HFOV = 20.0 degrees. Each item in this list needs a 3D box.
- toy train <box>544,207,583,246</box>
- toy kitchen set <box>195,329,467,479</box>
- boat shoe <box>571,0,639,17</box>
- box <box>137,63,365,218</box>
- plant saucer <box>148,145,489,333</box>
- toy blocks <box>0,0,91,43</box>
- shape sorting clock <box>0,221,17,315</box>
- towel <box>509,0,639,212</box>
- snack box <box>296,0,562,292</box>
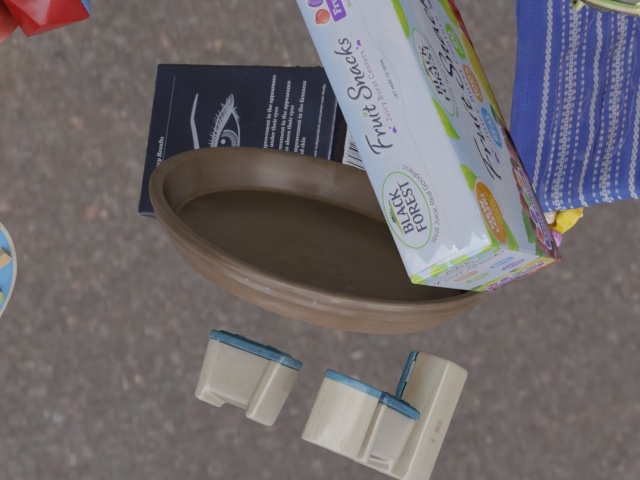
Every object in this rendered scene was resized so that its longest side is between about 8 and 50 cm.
[{"bbox_3d":[0.258,-0.059,1.925,0.046,0.125,0.166,35,114,-12],"label":"toy train"},{"bbox_3d":[0.011,0.132,1.687,0.207,0.166,0.122,34,76,-60],"label":"toy kitchen set"},{"bbox_3d":[0.175,-0.173,1.049,0.305,0.109,0.091,13,131,29],"label":"boat shoe"},{"bbox_3d":[-0.056,-0.085,1.740,0.207,0.153,0.108,5,175,28],"label":"box"},{"bbox_3d":[0.000,0.000,1.399,0.277,0.278,0.041,8,113,-22],"label":"plant saucer"},{"bbox_3d":[-0.307,-0.181,1.258,0.381,0.261,0.191,-18,136,12],"label":"toy blocks"},{"bbox_3d":[-0.330,0.049,1.411,0.206,0.040,0.206,-22,143,-18],"label":"shape sorting clock"},{"bbox_3d":[0.264,-0.154,1.587,0.040,0.243,0.336,10,171,-26],"label":"towel"},{"bbox_3d":[0.039,-0.052,0.693,0.037,0.141,0.100,-26,167,20],"label":"snack box"}]
